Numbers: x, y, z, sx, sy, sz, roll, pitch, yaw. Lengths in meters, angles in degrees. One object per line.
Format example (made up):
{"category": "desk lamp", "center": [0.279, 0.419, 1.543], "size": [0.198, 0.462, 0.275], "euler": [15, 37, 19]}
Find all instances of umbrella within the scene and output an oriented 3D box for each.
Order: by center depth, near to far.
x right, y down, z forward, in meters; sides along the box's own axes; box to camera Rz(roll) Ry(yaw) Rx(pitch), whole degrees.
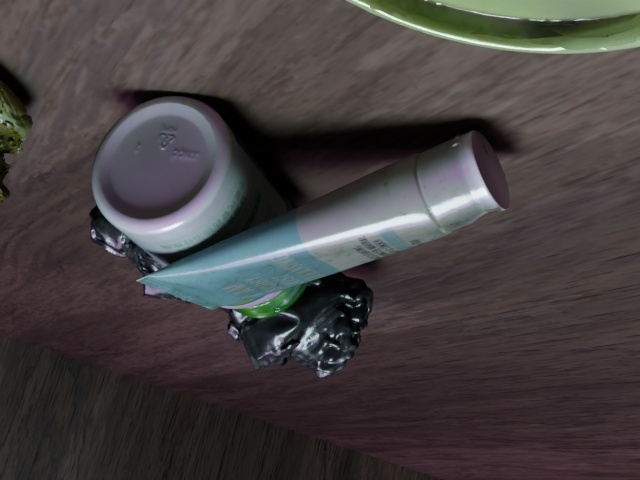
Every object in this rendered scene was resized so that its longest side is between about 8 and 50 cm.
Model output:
{"category": "umbrella", "center": [-0.110, 0.057, 1.212], "size": [0.336, 0.154, 0.128], "euler": [12, 153, 6]}

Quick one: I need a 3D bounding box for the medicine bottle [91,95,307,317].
{"category": "medicine bottle", "center": [-0.097, -0.017, 1.018], "size": [0.133, 0.134, 0.274], "euler": [8, 162, 21]}

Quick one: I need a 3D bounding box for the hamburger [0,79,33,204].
{"category": "hamburger", "center": [-0.351, -0.101, 0.991], "size": [0.159, 0.131, 0.184], "euler": [18, 171, -39]}

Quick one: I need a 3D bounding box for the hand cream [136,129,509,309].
{"category": "hand cream", "center": [0.000, 0.000, 0.892], "size": [0.312, 0.070, 0.111], "euler": [-24, 154, 25]}

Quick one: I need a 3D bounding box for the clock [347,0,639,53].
{"category": "clock", "center": [0.078, -0.180, 0.408], "size": [0.286, 0.117, 0.348], "euler": [13, 162, 8]}
